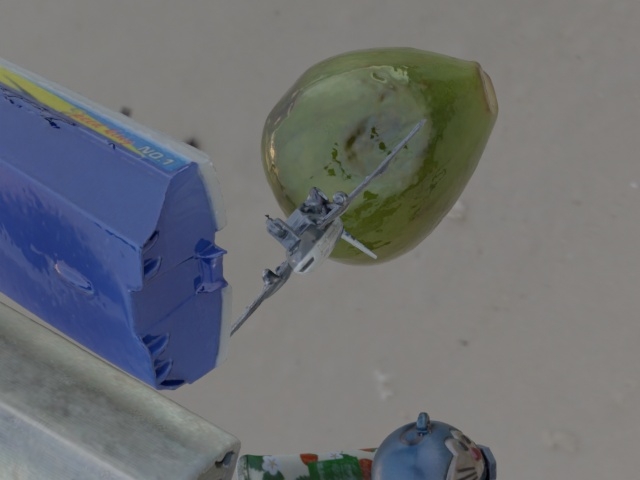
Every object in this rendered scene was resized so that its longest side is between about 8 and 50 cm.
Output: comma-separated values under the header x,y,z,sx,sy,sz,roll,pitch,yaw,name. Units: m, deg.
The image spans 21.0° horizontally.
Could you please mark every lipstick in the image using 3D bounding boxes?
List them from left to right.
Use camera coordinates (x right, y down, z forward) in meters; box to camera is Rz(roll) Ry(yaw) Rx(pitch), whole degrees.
x,y,z,sx,sy,sz,roll,pitch,yaw,name
-0.154,0.046,0.633,0.253,0.079,0.077,29,119,15,lipstick

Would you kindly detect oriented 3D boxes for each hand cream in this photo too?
x,y,z,sx,sy,sz,roll,pitch,yaw,name
0.046,0.235,1.653,0.059,0.276,0.095,-16,81,60,hand cream

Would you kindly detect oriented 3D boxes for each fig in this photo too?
x,y,z,sx,sy,sz,roll,pitch,yaw,name
0.050,-0.095,1.663,0.230,0.207,0.207,-53,54,33,fig

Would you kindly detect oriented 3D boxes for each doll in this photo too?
x,y,z,sx,sy,sz,roll,pitch,yaw,name
0.082,0.199,1.307,0.085,0.114,0.152,0,109,15,doll

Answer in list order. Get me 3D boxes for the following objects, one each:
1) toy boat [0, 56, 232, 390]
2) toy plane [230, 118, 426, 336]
x,y,z,sx,sy,sz,roll,pitch,yaw,name
-0.160,-0.037,0.898,0.295,0.088,0.129,28,135,35,toy boat
-0.002,-0.002,1.256,0.058,0.226,0.226,44,101,9,toy plane
